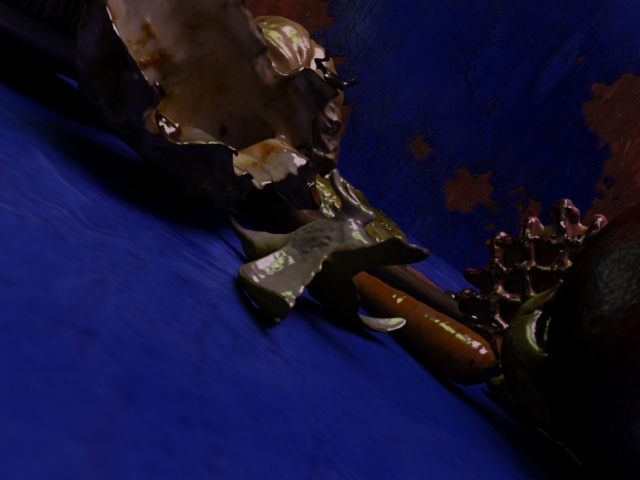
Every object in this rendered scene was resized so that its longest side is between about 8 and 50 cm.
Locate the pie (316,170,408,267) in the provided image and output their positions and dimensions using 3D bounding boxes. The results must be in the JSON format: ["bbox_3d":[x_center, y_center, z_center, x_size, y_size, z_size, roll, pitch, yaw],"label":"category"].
[{"bbox_3d":[0.020,-0.049,1.029,0.277,0.079,0.277,33,7,-5],"label":"pie"}]

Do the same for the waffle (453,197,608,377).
[{"bbox_3d":[0.260,0.072,0.767,0.234,0.221,0.055,49,6,33],"label":"waffle"}]

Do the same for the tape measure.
[{"bbox_3d":[-0.229,-0.201,0.620,0.231,0.133,0.271,26,1,-1],"label":"tape measure"}]

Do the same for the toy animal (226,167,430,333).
[{"bbox_3d":[0.000,0.000,0.515,0.155,0.095,0.219,44,9,31],"label":"toy animal"}]

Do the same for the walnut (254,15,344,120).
[{"bbox_3d":[-0.080,-0.157,0.821,0.213,0.213,0.213,35,7,-5],"label":"walnut"}]

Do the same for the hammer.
[{"bbox_3d":[0.065,0.032,0.845,0.439,0.044,0.168,31,7,-32],"label":"hammer"}]

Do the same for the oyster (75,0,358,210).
[{"bbox_3d":[-0.071,-0.117,0.599,0.133,0.198,0.337,-11,-11,29],"label":"oyster"}]

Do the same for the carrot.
[{"bbox_3d":[0.073,0.066,0.656,0.048,0.048,0.216,29,4,-46],"label":"carrot"}]

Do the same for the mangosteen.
[{"bbox_3d":[0.289,0.120,0.550,0.306,0.359,0.306,37,38,-37],"label":"mangosteen"}]
